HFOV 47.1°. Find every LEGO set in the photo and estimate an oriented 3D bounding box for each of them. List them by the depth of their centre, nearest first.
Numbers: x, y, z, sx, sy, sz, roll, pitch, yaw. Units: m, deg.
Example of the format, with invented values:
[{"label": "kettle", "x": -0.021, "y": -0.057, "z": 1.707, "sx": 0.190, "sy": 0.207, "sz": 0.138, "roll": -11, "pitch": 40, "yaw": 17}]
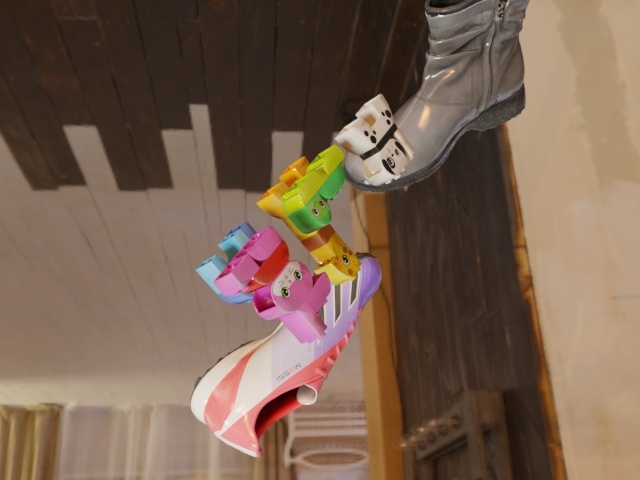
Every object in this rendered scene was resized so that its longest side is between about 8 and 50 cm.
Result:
[{"label": "LEGO set", "x": 0.000, "y": 0.000, "z": 0.524, "sx": 0.087, "sy": 0.227, "sz": 0.093, "roll": -26, "pitch": 110, "yaw": 43}]

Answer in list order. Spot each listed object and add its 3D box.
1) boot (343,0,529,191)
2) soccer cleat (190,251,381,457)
[{"label": "boot", "x": 0.155, "y": -0.228, "z": 1.013, "sx": 0.338, "sy": 0.118, "sz": 0.222, "roll": -36, "pitch": 140, "yaw": -22}, {"label": "soccer cleat", "x": -0.014, "y": 0.140, "z": 0.939, "sx": 0.318, "sy": 0.116, "sz": 0.108, "roll": -40, "pitch": 146, "yaw": -25}]
